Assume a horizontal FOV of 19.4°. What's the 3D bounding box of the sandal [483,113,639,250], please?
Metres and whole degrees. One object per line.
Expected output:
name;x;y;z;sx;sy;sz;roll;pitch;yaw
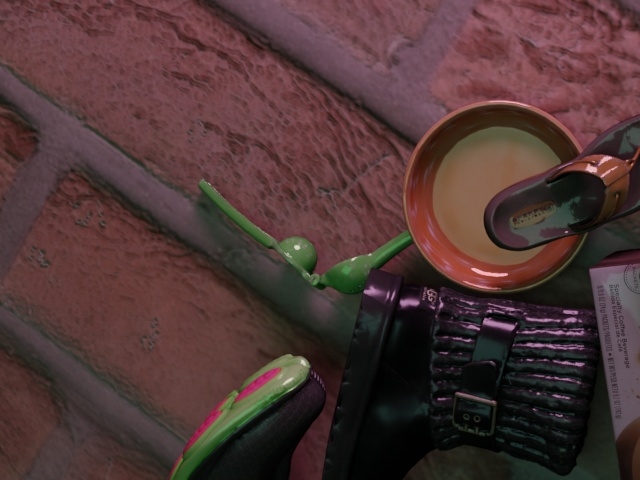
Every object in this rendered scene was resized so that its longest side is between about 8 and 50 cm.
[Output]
sandal;0.263;-0.054;1.869;0.219;0.060;0.090;-23;92;10

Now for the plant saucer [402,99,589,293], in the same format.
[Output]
plant saucer;0.185;-0.045;1.936;0.200;0.037;0.200;1;95;12

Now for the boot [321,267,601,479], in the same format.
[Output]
boot;0.142;0.204;1.952;0.260;0.131;0.348;14;120;2

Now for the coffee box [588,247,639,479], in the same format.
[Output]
coffee box;0.378;0.153;1.854;0.168;0.119;0.297;-6;95;23

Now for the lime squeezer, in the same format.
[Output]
lime squeezer;0.000;0.000;2.020;0.310;0.059;0.110;6;99;22

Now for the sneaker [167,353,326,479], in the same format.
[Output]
sneaker;-0.080;0.335;2.048;0.202;0.185;0.483;24;114;8
